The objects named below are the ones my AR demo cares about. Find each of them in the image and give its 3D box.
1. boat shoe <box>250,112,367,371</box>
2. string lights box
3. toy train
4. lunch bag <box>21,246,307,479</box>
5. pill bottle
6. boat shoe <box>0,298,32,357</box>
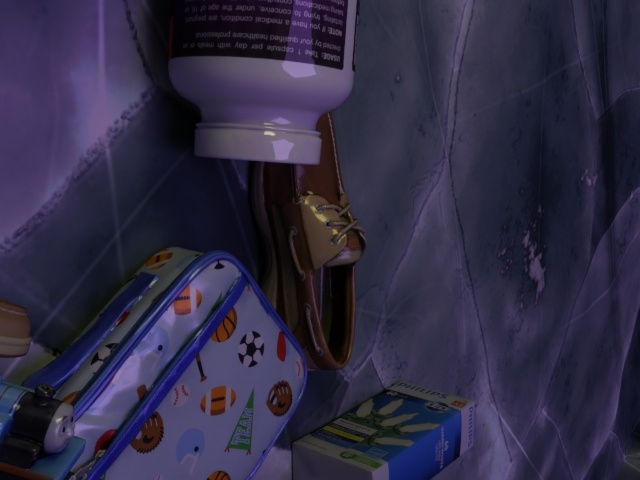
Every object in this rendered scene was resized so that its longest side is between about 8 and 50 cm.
[{"bbox_3d":[0.000,0.000,0.877,0.123,0.120,0.323,-15,109,-49],"label":"boat shoe"},{"bbox_3d":[0.095,0.285,1.042,0.260,0.133,0.076,-16,109,-49],"label":"string lights box"},{"bbox_3d":[-0.263,0.139,0.546,0.080,0.184,0.105,-75,-178,-76],"label":"toy train"},{"bbox_3d":[-0.155,0.165,0.728,0.303,0.115,0.243,-54,132,-31],"label":"lunch bag"},{"bbox_3d":[-0.052,-0.238,0.717,0.181,0.182,0.322,-3,100,-51],"label":"pill bottle"},{"bbox_3d":[-0.311,0.004,0.506,0.285,0.105,0.089,38,67,-46],"label":"boat shoe"}]
